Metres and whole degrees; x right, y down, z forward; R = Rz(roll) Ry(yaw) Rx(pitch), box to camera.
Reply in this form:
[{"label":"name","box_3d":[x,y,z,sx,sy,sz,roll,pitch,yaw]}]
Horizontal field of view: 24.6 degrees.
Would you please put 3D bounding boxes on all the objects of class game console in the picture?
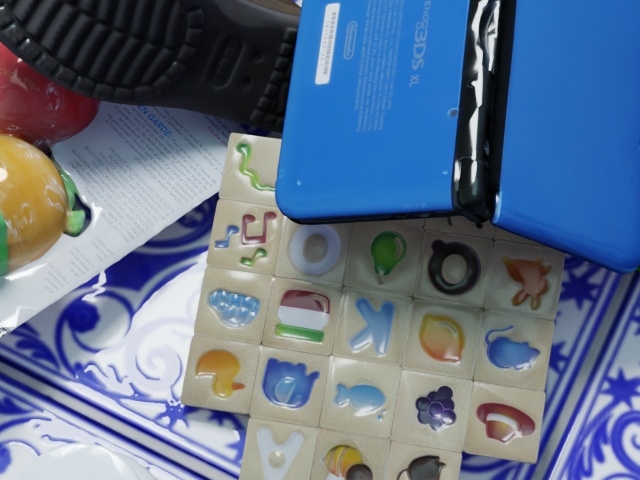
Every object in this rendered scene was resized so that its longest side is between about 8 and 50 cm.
[{"label":"game console","box_3d":[0.123,-0.127,1.184,0.250,0.173,0.293,-3,66,26]}]

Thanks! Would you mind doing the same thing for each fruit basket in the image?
[{"label":"fruit basket","box_3d":[-0.278,-0.082,1.223,0.327,0.165,0.353,43,54,16]}]

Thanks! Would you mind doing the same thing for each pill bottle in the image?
[{"label":"pill bottle","box_3d":[-0.158,0.214,1.029,0.117,0.208,0.118,1,64,-2]}]

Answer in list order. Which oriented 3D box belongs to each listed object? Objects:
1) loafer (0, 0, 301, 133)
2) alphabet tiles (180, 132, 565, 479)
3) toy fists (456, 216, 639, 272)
[{"label":"loafer","box_3d":[-0.135,-0.181,1.209,0.134,0.366,0.130,-58,41,14]},{"label":"alphabet tiles","box_3d":[0.046,0.043,1.177,0.285,0.011,0.343,8,78,7]},{"label":"toy fists","box_3d":[0.235,-0.054,1.238,0.279,0.096,0.142,12,79,6]}]
